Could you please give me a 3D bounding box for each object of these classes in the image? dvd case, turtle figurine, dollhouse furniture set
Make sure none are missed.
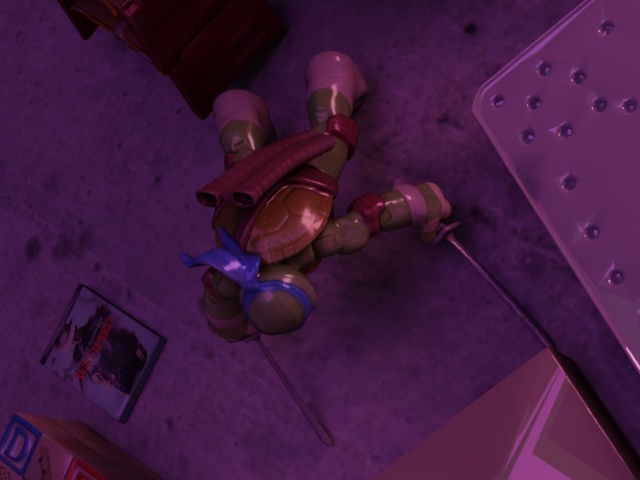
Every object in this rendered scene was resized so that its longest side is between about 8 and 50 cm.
[{"bbox_3d":[-0.202,0.102,1.118,0.119,0.013,0.087,29,93,36],"label":"dvd case"},{"bbox_3d":[0.000,0.000,0.963,0.198,0.275,0.266,-49,32,39],"label":"turtle figurine"},{"bbox_3d":[-0.071,-0.318,1.097,0.374,0.152,0.201,-47,55,-7],"label":"dollhouse furniture set"}]

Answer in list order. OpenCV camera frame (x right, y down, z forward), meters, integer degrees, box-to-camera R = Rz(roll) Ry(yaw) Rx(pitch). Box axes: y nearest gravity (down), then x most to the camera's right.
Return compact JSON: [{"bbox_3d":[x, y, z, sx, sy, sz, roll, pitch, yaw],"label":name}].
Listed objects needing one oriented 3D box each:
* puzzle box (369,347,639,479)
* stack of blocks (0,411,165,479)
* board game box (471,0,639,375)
[{"bbox_3d":[0.159,0.312,0.799,0.272,0.052,0.409,-39,59,17],"label":"puzzle box"},{"bbox_3d":[-0.169,0.284,0.998,0.297,0.087,0.171,26,92,35],"label":"stack of blocks"},{"bbox_3d":[0.338,-0.073,0.776,0.390,0.050,0.390,-39,54,18],"label":"board game box"}]
